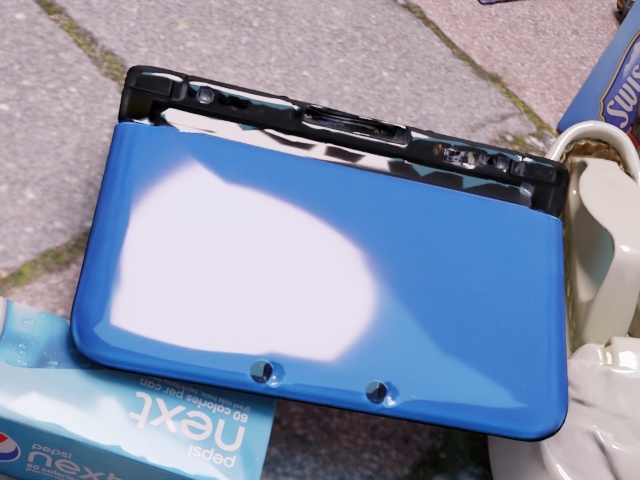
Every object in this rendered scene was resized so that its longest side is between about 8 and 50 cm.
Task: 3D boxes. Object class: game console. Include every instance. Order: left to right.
[{"bbox_3d":[0.000,0.000,0.647,0.293,0.250,0.173,12,92,-11],"label":"game console"}]

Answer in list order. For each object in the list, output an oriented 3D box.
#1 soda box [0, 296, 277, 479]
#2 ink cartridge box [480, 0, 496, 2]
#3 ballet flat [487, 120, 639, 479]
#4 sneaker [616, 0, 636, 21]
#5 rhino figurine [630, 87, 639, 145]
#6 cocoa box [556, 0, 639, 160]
[{"bbox_3d":[-0.135,0.094,0.537,0.210,0.067,0.071,21,47,-8],"label":"soda box"},{"bbox_3d":[0.231,-0.408,1.123,0.307,0.072,0.303,-14,59,-34],"label":"ink cartridge box"},{"bbox_3d":[0.187,0.070,0.656,0.139,0.139,0.400,16,48,-12],"label":"ballet flat"},{"bbox_3d":[0.355,-0.242,1.049,0.077,0.072,0.178,26,37,14],"label":"sneaker"},{"bbox_3d":[0.282,-0.033,0.739,0.073,0.106,0.243,-3,60,-2],"label":"rhino figurine"},{"bbox_3d":[0.442,-0.142,0.879,0.347,0.231,0.228,-18,59,-34],"label":"cocoa box"}]
